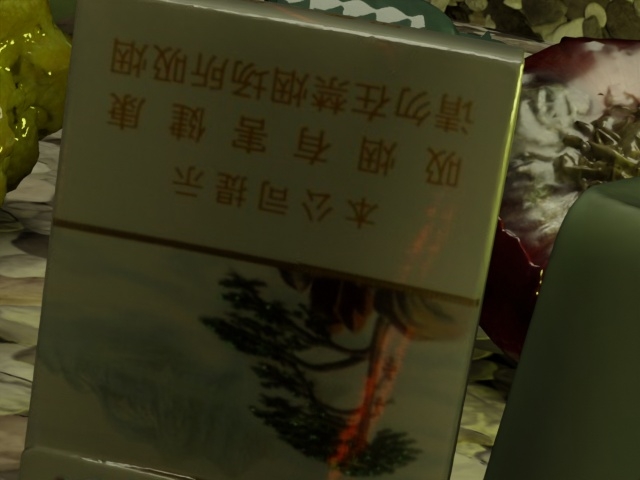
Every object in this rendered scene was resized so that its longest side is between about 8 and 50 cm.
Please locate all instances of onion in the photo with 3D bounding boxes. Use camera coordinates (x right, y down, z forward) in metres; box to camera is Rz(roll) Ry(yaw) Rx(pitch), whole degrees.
[{"bbox_3d":[0.205,0.001,1.000,0.272,0.272,0.195,12,-30,5],"label":"onion"}]

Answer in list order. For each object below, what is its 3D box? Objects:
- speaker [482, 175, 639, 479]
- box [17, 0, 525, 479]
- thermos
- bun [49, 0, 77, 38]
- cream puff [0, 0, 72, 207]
[{"bbox_3d":[0.262,0.111,0.575,0.406,0.184,0.183,18,16,28],"label":"speaker"},{"bbox_3d":[-0.021,0.036,0.565,0.149,0.233,0.067,11,13,9],"label":"box"},{"bbox_3d":[0.071,-0.199,1.813,0.287,0.145,0.182,10,45,-5],"label":"thermos"},{"bbox_3d":[-0.384,-0.304,1.765,0.187,0.293,0.293,-43,39,-19],"label":"bun"},{"bbox_3d":[-0.253,-0.094,1.038,0.195,0.221,0.194,-9,51,11],"label":"cream puff"}]
